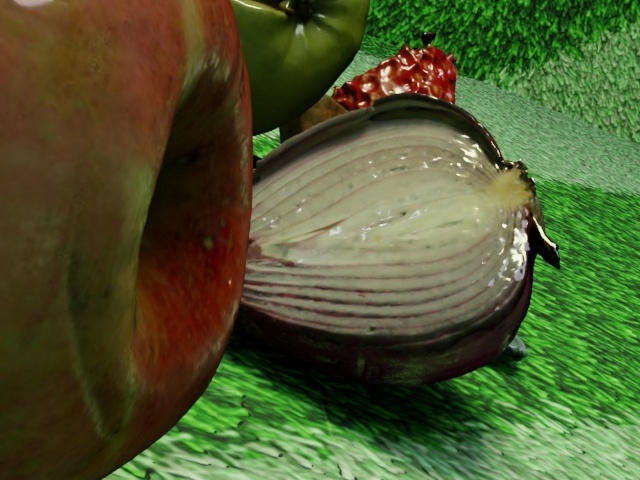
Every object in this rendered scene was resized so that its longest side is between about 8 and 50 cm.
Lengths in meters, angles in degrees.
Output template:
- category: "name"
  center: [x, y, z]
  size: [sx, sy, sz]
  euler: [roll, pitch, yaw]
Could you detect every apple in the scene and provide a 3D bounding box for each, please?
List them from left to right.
- category: "apple"
  center: [-0.214, -0.037, 0.651]
  size: [0.364, 0.364, 0.364]
  euler: [21, 17, -6]
- category: "apple"
  center: [-0.089, -0.222, 1.259]
  size: [0.295, 0.233, 0.258]
  euler: [-35, 39, -29]

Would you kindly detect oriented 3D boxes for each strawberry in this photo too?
- category: "strawberry"
  center: [0.124, -0.142, 1.707]
  size: [0.234, 0.234, 0.178]
  euler: [3, 49, -49]

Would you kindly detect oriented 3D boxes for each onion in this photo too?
- category: "onion"
  center: [0.021, 0.029, 1.091]
  size: [0.349, 0.159, 0.267]
  euler: [-12, 51, 3]

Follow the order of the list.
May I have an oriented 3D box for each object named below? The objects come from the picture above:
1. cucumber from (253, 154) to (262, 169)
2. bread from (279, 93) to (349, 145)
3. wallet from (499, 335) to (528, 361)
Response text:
- category: "cucumber"
  center: [0.000, 0.000, 1.277]
  size: [0.303, 0.072, 0.081]
  euler: [37, 9, 38]
- category: "bread"
  center: [0.030, -0.077, 1.442]
  size: [0.260, 0.134, 0.129]
  euler: [37, -4, -26]
- category: "wallet"
  center: [0.140, 0.088, 1.264]
  size: [0.129, 0.026, 0.088]
  euler: [19, 13, -8]
